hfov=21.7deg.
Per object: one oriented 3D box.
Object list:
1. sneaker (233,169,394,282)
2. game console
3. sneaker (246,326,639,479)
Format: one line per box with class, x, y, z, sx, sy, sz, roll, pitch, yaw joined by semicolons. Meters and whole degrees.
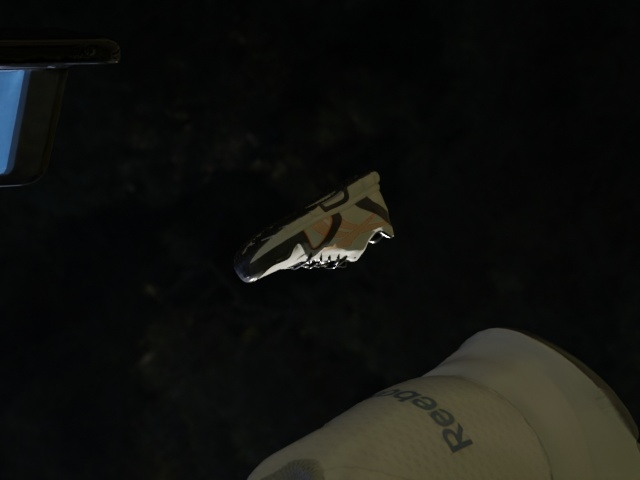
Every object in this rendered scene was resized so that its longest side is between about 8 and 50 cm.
sneaker;0.000;0.000;0.921;0.040;0.109;0.043;-13;104;56
game console;-0.149;-0.046;0.643;0.107;0.122;0.071;20;112;61
sneaker;0.001;0.169;0.497;0.129;0.297;0.111;-6;-159;-44
